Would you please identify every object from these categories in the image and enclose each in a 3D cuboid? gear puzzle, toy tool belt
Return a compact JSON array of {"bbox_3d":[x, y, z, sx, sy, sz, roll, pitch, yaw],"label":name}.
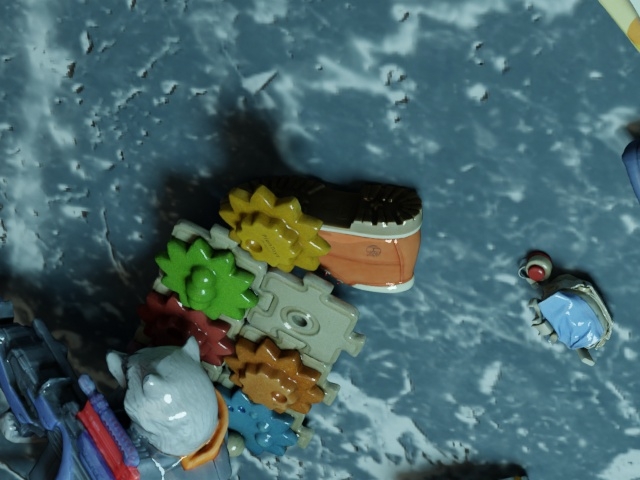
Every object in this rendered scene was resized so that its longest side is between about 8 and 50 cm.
[{"bbox_3d":[-0.059,0.071,1.443,0.175,0.044,0.339,28,143,2],"label":"gear puzzle"},{"bbox_3d":[0.180,0.052,1.374,0.083,0.051,0.052,45,128,-13],"label":"toy tool belt"}]

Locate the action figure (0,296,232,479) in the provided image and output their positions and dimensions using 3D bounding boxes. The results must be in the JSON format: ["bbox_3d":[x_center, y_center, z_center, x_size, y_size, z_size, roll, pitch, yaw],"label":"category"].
[{"bbox_3d":[-0.175,0.169,1.534,0.341,0.178,0.330,60,144,21],"label":"action figure"}]

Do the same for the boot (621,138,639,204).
[{"bbox_3d":[0.287,-0.002,1.290,0.086,0.069,0.190,-17,109,39],"label":"boot"}]

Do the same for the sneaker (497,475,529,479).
[{"bbox_3d":[0.186,0.342,1.499,0.127,0.126,0.321,-28,95,7],"label":"sneaker"}]

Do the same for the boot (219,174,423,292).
[{"bbox_3d":[0.000,0.000,1.409,0.158,0.059,0.085,9,132,15],"label":"boot"}]

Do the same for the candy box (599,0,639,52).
[{"bbox_3d":[0.264,-0.190,1.139,0.183,0.087,0.316,-30,110,36],"label":"candy box"}]
